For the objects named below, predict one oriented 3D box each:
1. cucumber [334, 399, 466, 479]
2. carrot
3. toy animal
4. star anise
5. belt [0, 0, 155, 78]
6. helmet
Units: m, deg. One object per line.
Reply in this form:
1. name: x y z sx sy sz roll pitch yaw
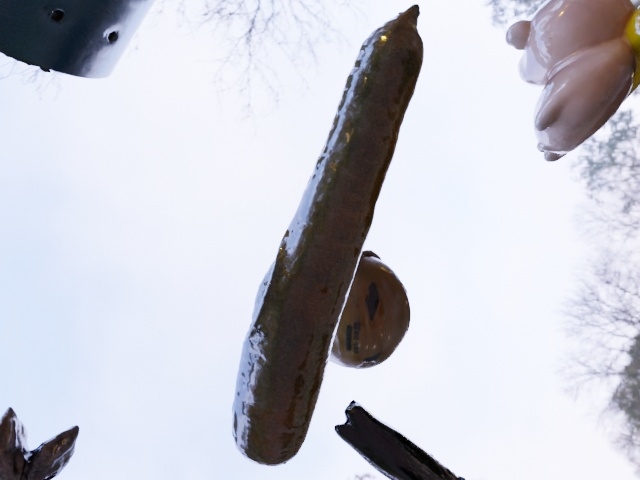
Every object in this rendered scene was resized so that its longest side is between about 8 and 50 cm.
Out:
1. cucumber: 0.065 0.168 0.479 0.135 0.034 0.033 39 -95 -22
2. carrot: 0.001 0.000 0.452 0.070 0.070 0.342 8 -76 -42
3. toy animal: 0.152 -0.107 0.394 0.114 0.082 0.091 -48 -11 -3
4. star anise: -0.380 0.285 0.729 0.196 0.073 0.212 3 -68 -17
5. belt: -0.411 -0.359 0.813 0.173 0.300 0.436 -56 -24 18
6. helmet: 0.091 0.142 1.168 0.198 0.130 0.224 -24 -45 -50
